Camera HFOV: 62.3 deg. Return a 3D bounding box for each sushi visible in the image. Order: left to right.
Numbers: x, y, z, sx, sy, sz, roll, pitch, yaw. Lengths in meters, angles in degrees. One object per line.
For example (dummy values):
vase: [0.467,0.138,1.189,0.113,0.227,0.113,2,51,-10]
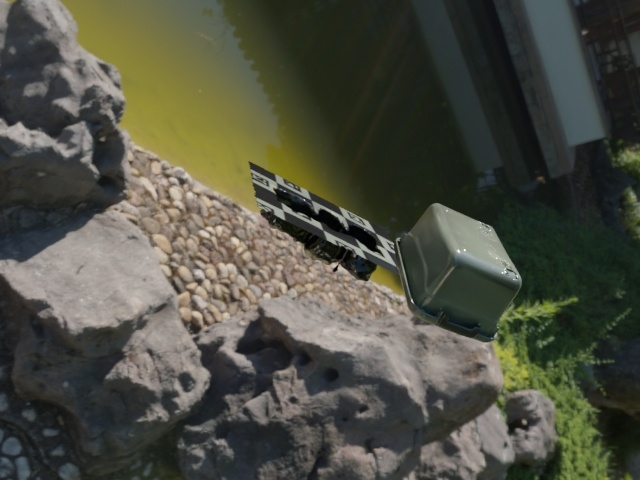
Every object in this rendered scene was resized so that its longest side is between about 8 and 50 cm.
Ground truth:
sushi: [0.000,0.000,1.091,0.373,0.100,0.296,25,17,-21]

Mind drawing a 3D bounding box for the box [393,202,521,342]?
box: [0.171,0.031,0.662,0.124,0.093,0.172,21,28,-14]
